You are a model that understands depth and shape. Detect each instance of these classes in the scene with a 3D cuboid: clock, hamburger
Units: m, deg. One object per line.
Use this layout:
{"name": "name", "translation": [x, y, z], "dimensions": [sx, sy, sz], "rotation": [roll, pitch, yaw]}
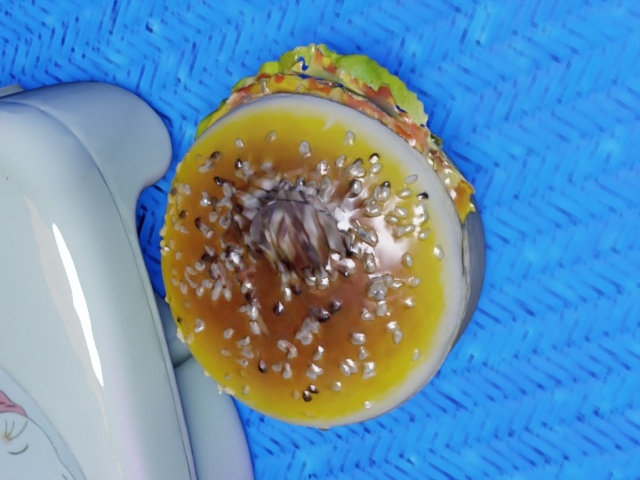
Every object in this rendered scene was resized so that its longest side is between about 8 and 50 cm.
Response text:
{"name": "clock", "translation": [-0.149, 0.108, 0.672], "dimensions": [0.265, 0.108, 0.324], "rotation": [-13, 99, 29]}
{"name": "hamburger", "translation": [0.000, 0.000, 0.568], "dimensions": [0.126, 0.081, 0.141], "rotation": [30, 106, 18]}
